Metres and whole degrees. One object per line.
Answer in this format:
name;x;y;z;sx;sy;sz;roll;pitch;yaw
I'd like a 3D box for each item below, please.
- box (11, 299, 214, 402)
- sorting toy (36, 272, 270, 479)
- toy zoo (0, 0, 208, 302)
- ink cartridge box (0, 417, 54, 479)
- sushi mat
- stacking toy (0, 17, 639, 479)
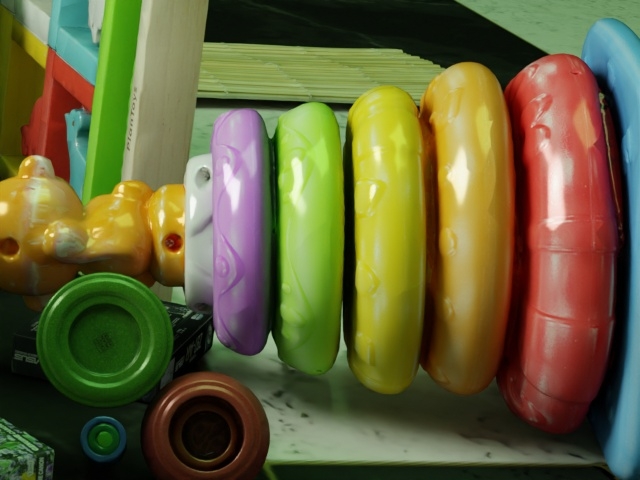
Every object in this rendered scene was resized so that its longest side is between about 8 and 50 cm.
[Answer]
box;-0.089;0.044;0.877;0.067;0.018;0.083;11;16;11
sorting toy;-0.068;0.061;0.761;0.102;0.061;0.042;44;-12;3
toy zoo;-0.125;-0.099;1.038;0.030;0.192;0.293;1;17;-24
ink cartridge box;-0.157;0.083;0.691;0.115;0.029;0.063;-7;22;-43
sushi mat;-0.040;-0.123;1.469;0.317;0.019;0.151;0;17;-27
stacking toy;0.000;0.000;0.846;0.302;0.175;0.166;0;19;-3
